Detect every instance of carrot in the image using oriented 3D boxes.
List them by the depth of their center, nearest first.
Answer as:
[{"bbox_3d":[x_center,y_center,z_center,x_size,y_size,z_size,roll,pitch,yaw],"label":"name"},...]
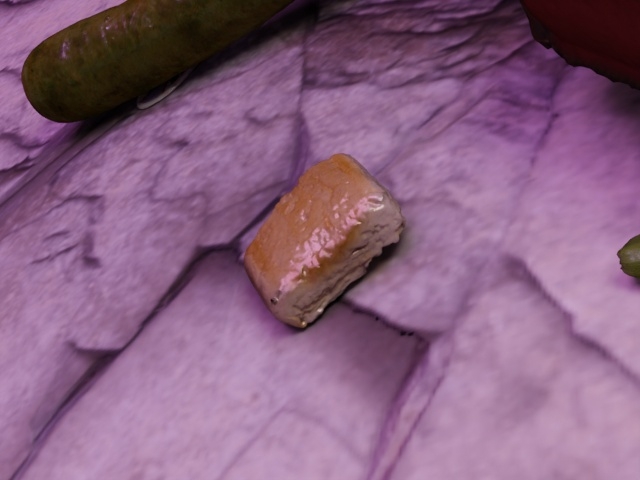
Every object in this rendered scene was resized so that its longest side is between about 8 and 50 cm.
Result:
[{"bbox_3d":[-0.082,-0.177,0.771,0.359,0.074,0.074,-21,35,28],"label":"carrot"}]

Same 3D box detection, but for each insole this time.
[{"bbox_3d":[-0.099,-0.177,0.869,0.065,0.004,0.197,-8,43,40],"label":"insole"}]

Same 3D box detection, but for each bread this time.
[{"bbox_3d":[0.000,0.000,0.509,0.083,0.035,0.070,-46,31,0],"label":"bread"}]

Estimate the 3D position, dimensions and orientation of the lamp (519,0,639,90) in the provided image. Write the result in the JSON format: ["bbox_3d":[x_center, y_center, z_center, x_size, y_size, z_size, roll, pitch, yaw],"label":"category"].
[{"bbox_3d":[0.172,-0.125,0.373,0.177,0.177,0.274,-41,30,-4],"label":"lamp"}]

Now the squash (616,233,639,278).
[{"bbox_3d":[0.147,0.000,0.367,0.089,0.027,0.027,-17,37,34],"label":"squash"}]
